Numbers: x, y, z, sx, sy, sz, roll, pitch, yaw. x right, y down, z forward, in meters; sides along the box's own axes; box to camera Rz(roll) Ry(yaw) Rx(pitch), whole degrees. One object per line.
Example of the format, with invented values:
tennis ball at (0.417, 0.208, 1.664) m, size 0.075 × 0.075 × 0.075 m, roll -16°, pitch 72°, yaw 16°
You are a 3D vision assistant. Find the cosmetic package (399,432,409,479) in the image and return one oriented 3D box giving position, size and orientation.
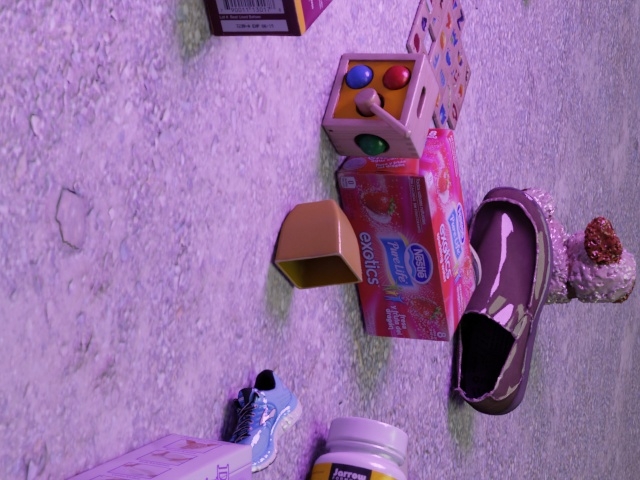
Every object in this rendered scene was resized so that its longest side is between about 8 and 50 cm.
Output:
cosmetic package at (0.084, 0.314, 1.966) m, size 0.041 × 0.060 × 0.115 m, roll -10°, pitch 103°, yaw -67°

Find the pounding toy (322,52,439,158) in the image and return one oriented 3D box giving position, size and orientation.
pounding toy at (0.076, -0.160, 1.792) m, size 0.100 × 0.130 × 0.141 m, roll 58°, pitch 42°, yaw -53°

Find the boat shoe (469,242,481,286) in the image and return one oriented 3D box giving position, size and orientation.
boat shoe at (0.200, 0.018, 2.208) m, size 0.049 × 0.056 × 0.152 m, roll -55°, pitch 132°, yaw -43°

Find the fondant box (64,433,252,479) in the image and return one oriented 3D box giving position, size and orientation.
fondant box at (-0.173, 0.328, 1.329) m, size 0.330 × 0.096 × 0.238 m, roll -14°, pitch 106°, yaw -67°

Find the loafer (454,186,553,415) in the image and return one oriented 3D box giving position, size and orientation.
loafer at (0.281, 0.098, 2.296) m, size 0.130 × 0.134 × 0.366 m, roll 0°, pitch 93°, yaw -67°

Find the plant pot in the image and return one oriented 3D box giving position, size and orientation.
plant pot at (0.000, 0.000, 1.707) m, size 0.081 × 0.081 × 0.083 m, roll 52°, pitch 36°, yaw -57°

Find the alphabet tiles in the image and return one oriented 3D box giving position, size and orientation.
alphabet tiles at (0.183, -0.283, 2.177) m, size 0.237 × 0.009 × 0.198 m, roll 64°, pitch 37°, yaw -49°

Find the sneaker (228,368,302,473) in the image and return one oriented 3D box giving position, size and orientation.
sneaker at (-0.079, 0.198, 1.595) m, size 0.073 × 0.063 × 0.162 m, roll 64°, pitch 29°, yaw -19°

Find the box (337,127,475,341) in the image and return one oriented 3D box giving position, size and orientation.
box at (0.116, -0.008, 1.913) m, size 0.128 × 0.123 × 0.257 m, roll -56°, pitch 142°, yaw -51°

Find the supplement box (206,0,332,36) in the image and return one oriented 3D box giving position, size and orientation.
supplement box at (-0.038, -0.288, 1.545) m, size 0.188 × 0.104 × 0.081 m, roll -56°, pitch 142°, yaw -50°

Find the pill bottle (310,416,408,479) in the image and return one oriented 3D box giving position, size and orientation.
pill bottle at (0.039, 0.329, 1.788) m, size 0.119 × 0.119 × 0.208 m, roll 51°, pitch 47°, yaw -57°

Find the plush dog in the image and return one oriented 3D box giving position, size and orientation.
plush dog at (0.425, 0.045, 2.506) m, size 0.262 × 0.225 × 0.210 m, roll 50°, pitch 48°, yaw -58°
